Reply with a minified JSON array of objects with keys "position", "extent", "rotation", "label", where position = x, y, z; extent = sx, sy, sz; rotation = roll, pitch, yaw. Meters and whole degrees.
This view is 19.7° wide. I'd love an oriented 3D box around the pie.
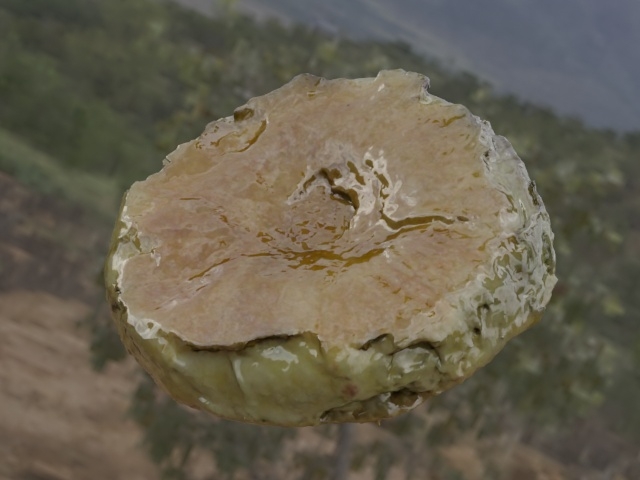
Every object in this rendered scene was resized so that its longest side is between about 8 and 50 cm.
[{"position":[0.000,0.000,1.323],"extent":[0.339,0.339,0.083],"rotation":[33,-26,38],"label":"pie"}]
